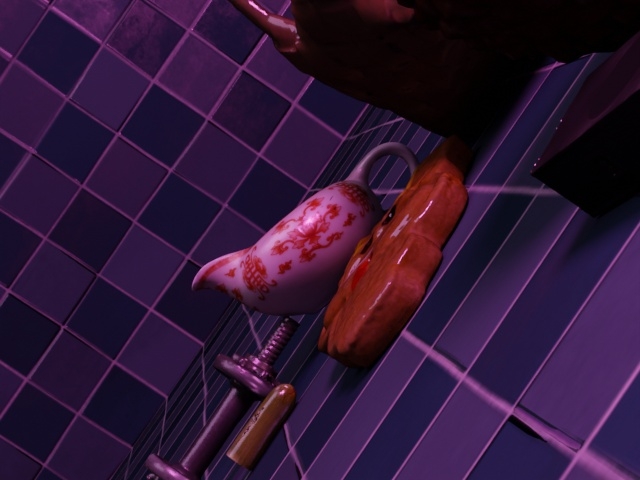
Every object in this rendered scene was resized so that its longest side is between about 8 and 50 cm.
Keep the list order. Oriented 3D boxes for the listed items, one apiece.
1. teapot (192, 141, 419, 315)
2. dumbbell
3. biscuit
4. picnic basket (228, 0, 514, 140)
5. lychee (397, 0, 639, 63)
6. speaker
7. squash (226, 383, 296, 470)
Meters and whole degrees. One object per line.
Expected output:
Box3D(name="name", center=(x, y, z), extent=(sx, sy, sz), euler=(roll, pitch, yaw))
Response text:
Box3D(name="teapot", center=(0.000, 0.000, 1.410), extent=(0.245, 0.116, 0.159), euler=(-41, -16, -10))
Box3D(name="dumbbell", center=(-0.097, 0.178, 1.367), extent=(0.254, 0.082, 0.081), euler=(-56, 5, -9))
Box3D(name="biscuit", center=(0.058, 0.011, 1.208), extent=(0.186, 0.044, 0.295), euler=(-56, 4, 17))
Box3D(name="picnic basket", center=(0.041, -0.283, 1.314), extent=(0.293, 0.337, 0.337), euler=(-56, 5, -11))
Box3D(name="lychee", center=(0.147, -0.239, 0.875), extent=(0.300, 0.264, 0.264), euler=(-11, -7, -14))
Box3D(name="speaker", center=(0.175, -0.083, 0.684), extent=(0.082, 0.044, 0.218), euler=(-57, 5, -22))
Box3D(name="squash", center=(-0.050, 0.163, 1.308), extent=(0.083, 0.027, 0.027), euler=(-55, 5, -7))
